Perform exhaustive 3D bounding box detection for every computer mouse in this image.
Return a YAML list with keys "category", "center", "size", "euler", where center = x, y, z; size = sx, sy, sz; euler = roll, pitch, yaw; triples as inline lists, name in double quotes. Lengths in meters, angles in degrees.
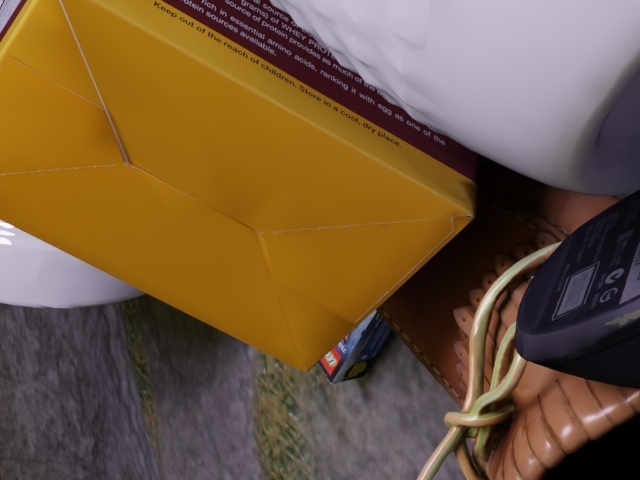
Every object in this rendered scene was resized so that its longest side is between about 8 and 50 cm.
- category: "computer mouse"
  center: [0.171, 0.011, 0.468]
  size: [0.262, 0.184, 0.060]
  euler: [-32, 107, 30]

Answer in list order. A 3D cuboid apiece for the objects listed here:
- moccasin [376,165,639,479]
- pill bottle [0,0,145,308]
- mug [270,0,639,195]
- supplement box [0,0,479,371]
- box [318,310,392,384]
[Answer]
- category: "moccasin"
  center: [0.119, 0.092, 0.606]
  size: [0.380, 0.147, 0.139]
  euler: [52, 139, 39]
- category: "pill bottle"
  center: [-0.147, -0.161, 0.859]
  size: [0.210, 0.210, 0.363]
  euler: [33, 126, 45]
- category: "mug"
  center: [0.093, -0.221, 0.479]
  size: [0.374, 0.276, 0.328]
  euler: [-43, 68, 30]
- category: "supplement box"
  center: [-0.039, -0.084, 0.667]
  size: [0.129, 0.191, 0.194]
  euler: [-46, 24, 40]
- category: "box"
  center: [0.000, 0.000, 0.855]
  size: [0.137, 0.027, 0.094]
  euler: [57, 138, 28]
